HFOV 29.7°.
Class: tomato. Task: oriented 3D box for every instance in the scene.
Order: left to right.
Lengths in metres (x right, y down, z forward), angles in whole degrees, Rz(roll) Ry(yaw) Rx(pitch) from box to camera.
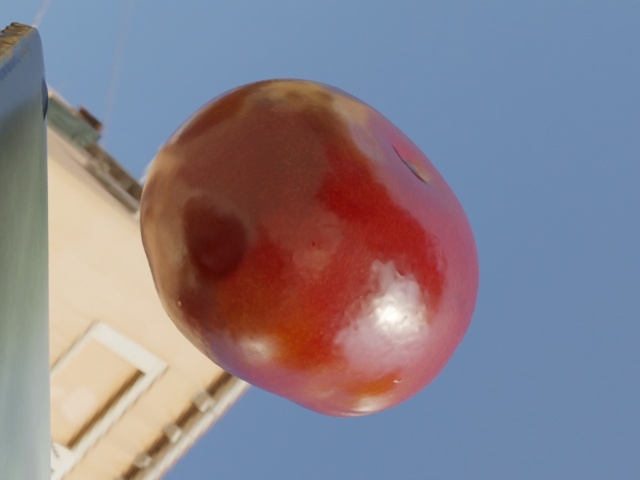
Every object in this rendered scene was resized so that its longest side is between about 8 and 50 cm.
[{"bbox_3d":[0.000,0.000,0.642,0.136,0.195,0.195,-43,-136,22],"label":"tomato"}]

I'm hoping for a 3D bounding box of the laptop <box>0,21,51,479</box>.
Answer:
[{"bbox_3d":[-0.088,0.062,0.283,0.015,0.187,0.269,2,-161,-4],"label":"laptop"}]
